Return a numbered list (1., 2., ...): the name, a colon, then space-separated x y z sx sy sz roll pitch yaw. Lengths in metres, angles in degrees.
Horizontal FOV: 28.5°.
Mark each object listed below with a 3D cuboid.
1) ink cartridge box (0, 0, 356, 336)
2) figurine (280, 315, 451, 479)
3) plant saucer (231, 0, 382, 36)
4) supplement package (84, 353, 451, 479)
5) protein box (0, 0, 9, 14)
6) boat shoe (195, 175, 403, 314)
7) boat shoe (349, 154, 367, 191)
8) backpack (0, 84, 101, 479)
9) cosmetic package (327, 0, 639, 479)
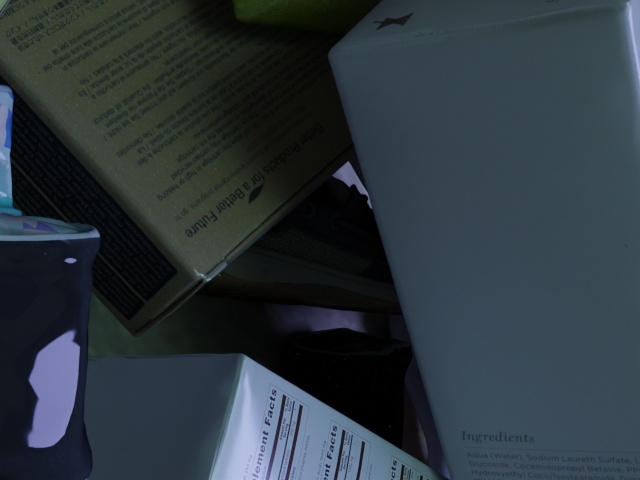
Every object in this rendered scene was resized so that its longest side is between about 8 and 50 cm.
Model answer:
1. ink cartridge box: -0.081 -0.089 0.726 0.193 0.088 0.235 49 46 -2
2. figurine: 0.064 0.161 0.946 0.215 0.092 0.209 -15 106 -51
3. plant saucer: 0.031 -0.212 0.723 0.188 0.045 0.188 -3 95 -50
4. supplement package: -0.065 0.169 0.689 0.203 0.194 0.149 37 58 -42
5. protein box: -0.234 -0.175 0.513 0.200 0.201 0.136 49 51 -36
6. boat shoe: 0.000 0.000 0.862 0.285 0.103 0.092 9 84 -44
7. boat shoe: 0.076 -0.054 0.870 0.258 0.084 0.095 56 15 18
8. backpack: -0.232 0.027 0.458 0.225 0.254 0.191 1 81 -47
9. cosmetic package: 0.156 0.019 0.711 0.217 0.156 0.385 -52 133 -50
